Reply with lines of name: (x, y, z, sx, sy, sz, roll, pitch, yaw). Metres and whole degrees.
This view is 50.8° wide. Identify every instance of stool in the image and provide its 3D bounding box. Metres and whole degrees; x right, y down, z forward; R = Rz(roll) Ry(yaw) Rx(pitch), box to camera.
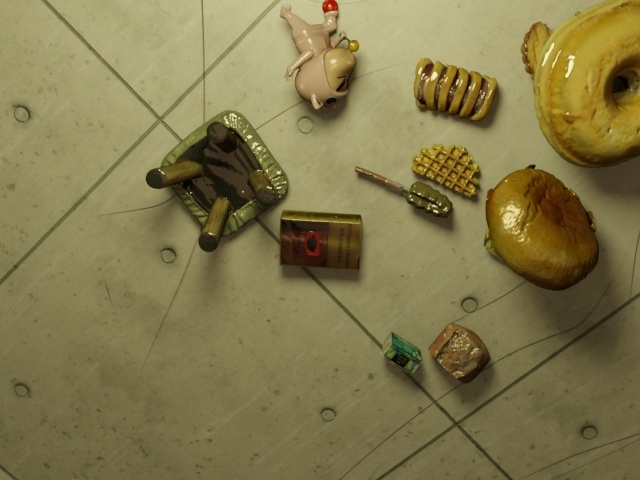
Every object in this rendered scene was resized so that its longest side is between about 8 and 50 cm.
stool: (-0.286, -0.164, 1.883, 0.310, 0.226, 0.310, -35, 100, 14)

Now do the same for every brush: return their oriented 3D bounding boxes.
brush: (0.237, -0.149, 1.924, 0.301, 0.084, 0.071, 25, 110, 2)

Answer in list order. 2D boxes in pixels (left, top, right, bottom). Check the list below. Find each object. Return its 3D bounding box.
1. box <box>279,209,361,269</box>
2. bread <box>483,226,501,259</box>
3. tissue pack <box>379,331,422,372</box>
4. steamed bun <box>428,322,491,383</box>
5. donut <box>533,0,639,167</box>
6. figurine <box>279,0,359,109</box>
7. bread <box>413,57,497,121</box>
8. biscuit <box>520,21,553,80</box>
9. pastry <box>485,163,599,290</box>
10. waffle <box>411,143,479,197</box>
box: (0.000, 0.000, 1.995, 0.240, 0.071, 0.159, 4, 111, 3)
bread: (0.546, 0.006, 1.937, 0.156, 0.064, 0.117, 39, 141, -11)
tissue pack: (0.245, 0.353, 2.082, 0.111, 0.085, 0.079, 32, 109, -7)
steamed bun: (0.428, 0.343, 2.052, 0.175, 0.106, 0.145, 38, 107, -6)
donut: (0.740, -0.398, 1.699, 0.449, 0.198, 0.448, -4, 108, -12)
figurine: (0.004, -0.493, 1.784, 0.186, 0.176, 0.287, -10, 93, 34)
bread: (0.359, -0.405, 1.824, 0.225, 0.081, 0.134, 13, 110, 0)
biscuit: (0.589, -0.481, 1.787, 0.118, 0.061, 0.183, -36, 101, -3)
pastry: (0.593, -0.036, 1.802, 0.356, 0.356, 0.164, 41, 137, -9)
waffle: (0.354, -0.195, 1.912, 0.192, 0.046, 0.160, -5, 107, 7)
